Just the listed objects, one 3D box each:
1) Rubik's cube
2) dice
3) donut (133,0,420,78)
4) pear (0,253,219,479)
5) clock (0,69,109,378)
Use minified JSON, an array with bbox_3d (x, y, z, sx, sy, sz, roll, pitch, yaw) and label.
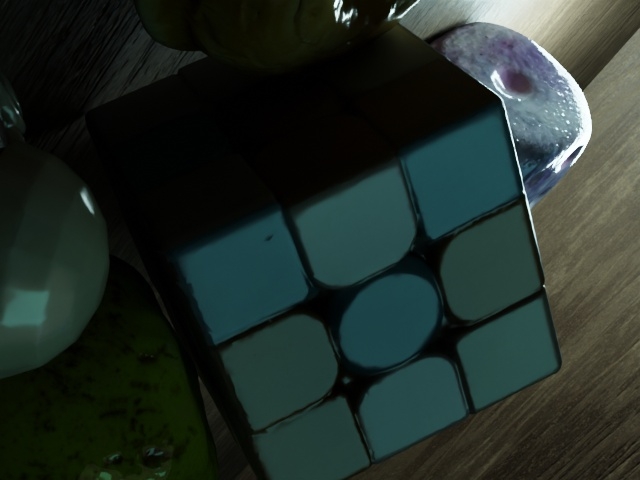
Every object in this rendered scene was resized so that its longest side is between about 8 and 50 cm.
[{"bbox_3d":[0.000,0.000,1.306,0.344,0.347,0.346,-24,125,-10],"label":"Rubik's cube"},{"bbox_3d":[0.247,-0.166,2.029,0.270,0.270,0.271,-31,162,-40],"label":"dice"},{"bbox_3d":[0.020,-0.318,1.111,0.449,0.198,0.449,-38,168,-10],"label":"donut"},{"bbox_3d":[-0.292,0.191,1.208,0.391,0.391,0.391,-40,166,-12],"label":"pear"},{"bbox_3d":[-0.327,-0.024,0.757,0.326,0.342,0.184,-31,169,-15],"label":"clock"}]
